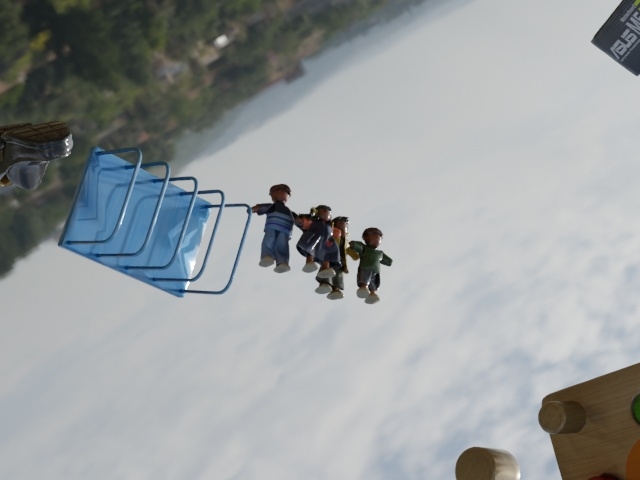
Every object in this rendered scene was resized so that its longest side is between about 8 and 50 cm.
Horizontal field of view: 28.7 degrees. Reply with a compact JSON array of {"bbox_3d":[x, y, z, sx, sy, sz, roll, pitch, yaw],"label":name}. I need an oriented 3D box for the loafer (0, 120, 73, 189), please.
[{"bbox_3d":[-0.276,-0.079,1.190,0.062,0.061,0.170,-15,-168,-28],"label":"loafer"}]

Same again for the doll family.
[{"bbox_3d":[0.000,0.000,1.474,0.076,0.193,0.111,-19,-127,40],"label":"doll family"}]

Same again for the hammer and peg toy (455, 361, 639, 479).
[{"bbox_3d":[0.342,0.280,1.379,0.361,0.266,0.127,-27,158,35],"label":"hammer and peg toy"}]

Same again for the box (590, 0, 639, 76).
[{"bbox_3d":[0.369,-0.294,1.118,0.270,0.060,0.216,-51,175,-11],"label":"box"}]

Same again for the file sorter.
[{"bbox_3d":[-0.177,-0.020,1.376,0.104,0.170,0.118,-2,-112,49],"label":"file sorter"}]
